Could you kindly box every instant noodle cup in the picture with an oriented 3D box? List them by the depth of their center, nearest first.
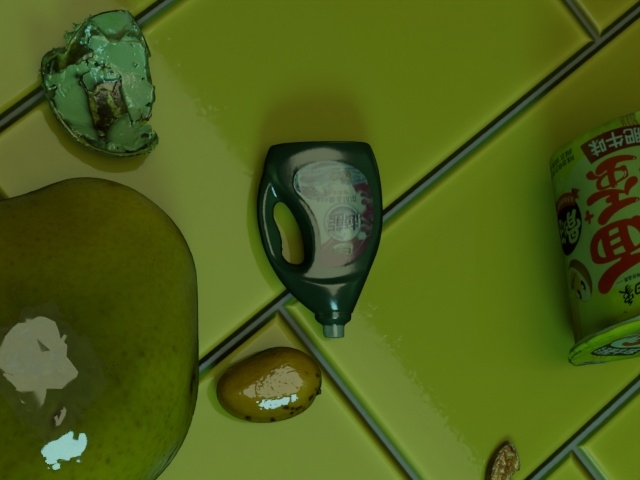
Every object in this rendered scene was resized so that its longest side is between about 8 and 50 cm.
[{"bbox_3d":[0.383,-0.011,1.641,0.311,0.311,0.222,-9,75,-15],"label":"instant noodle cup"}]

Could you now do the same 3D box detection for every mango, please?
[{"bbox_3d":[-0.054,0.153,1.611,0.114,0.057,0.079,-9,93,-12],"label":"mango"}]

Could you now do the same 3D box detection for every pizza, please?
[{"bbox_3d":[0.200,0.262,1.684,0.037,0.016,0.083,16,76,-11],"label":"pizza"}]

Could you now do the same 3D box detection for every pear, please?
[{"bbox_3d":[-0.269,0.114,1.490,0.340,0.191,0.386,31,77,-9],"label":"pear"}]

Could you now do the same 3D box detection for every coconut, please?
[{"bbox_3d":[-0.231,-0.164,1.605,0.133,0.055,0.158,7,80,-12],"label":"coconut"}]

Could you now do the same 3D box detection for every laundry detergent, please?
[{"bbox_3d":[0.000,0.000,1.643,0.137,0.063,0.211,0,85,-13],"label":"laundry detergent"}]
